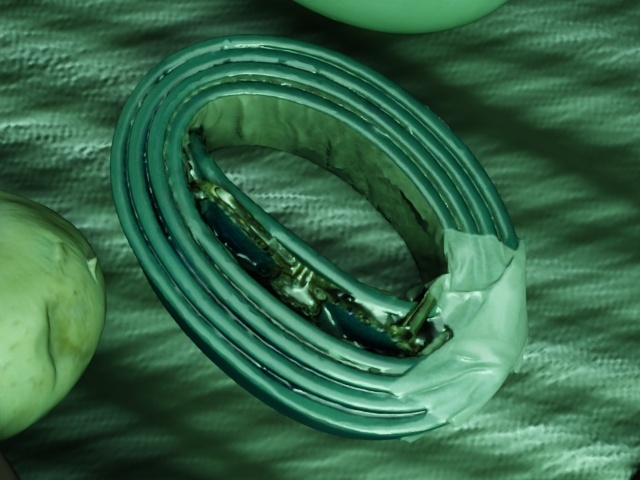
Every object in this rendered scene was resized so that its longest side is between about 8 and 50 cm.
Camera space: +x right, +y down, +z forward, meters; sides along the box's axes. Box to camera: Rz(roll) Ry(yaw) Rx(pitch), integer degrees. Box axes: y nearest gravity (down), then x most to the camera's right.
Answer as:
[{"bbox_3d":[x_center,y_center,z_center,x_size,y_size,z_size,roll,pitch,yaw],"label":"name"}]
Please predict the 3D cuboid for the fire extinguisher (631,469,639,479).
[{"bbox_3d":[0.445,0.344,0.988,0.337,0.114,0.135,28,121,3],"label":"fire extinguisher"}]

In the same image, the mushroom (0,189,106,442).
[{"bbox_3d":[-0.371,0.045,0.897,0.356,0.315,0.315,35,80,1],"label":"mushroom"}]

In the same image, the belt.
[{"bbox_3d":[-0.001,-0.001,0.986,0.436,0.173,0.300,42,78,4],"label":"belt"}]

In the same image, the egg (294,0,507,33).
[{"bbox_3d":[0.036,-0.357,0.996,0.389,0.276,0.276,32,80,-1],"label":"egg"}]

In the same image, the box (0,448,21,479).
[{"bbox_3d":[-0.353,0.197,0.686,0.294,0.193,0.167,-18,110,10],"label":"box"}]
